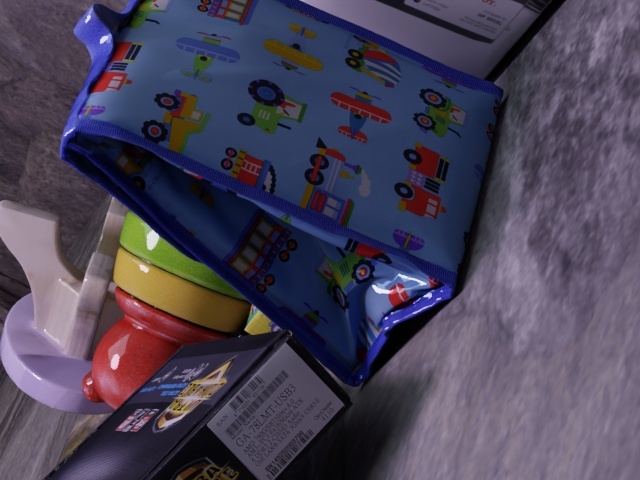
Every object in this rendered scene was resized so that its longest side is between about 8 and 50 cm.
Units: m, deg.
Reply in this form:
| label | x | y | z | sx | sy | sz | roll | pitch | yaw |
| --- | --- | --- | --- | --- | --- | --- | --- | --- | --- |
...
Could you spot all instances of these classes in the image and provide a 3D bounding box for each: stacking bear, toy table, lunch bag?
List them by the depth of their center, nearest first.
| label | x | y | z | sx | sy | sz | roll | pitch | yaw |
| --- | --- | --- | --- | --- | --- | --- | --- | --- | --- |
| lunch bag | -0.039 | -0.078 | 1.211 | 0.138 | 0.293 | 0.221 | -48 | 15 | 40 |
| stacking bear | -0.128 | 0.036 | 1.663 | 0.164 | 0.175 | 0.289 | -128 | 61 | -85 |
| toy table | -0.251 | 0.061 | 1.924 | 0.274 | 0.252 | 0.161 | -115 | 41 | -63 |

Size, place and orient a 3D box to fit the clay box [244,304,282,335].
| label | x | y | z | sx | sy | sz | roll | pitch | yaw |
| --- | --- | --- | --- | --- | --- | --- | --- | --- | --- |
| clay box | 0.000 | 0.000 | 1.445 | 0.127 | 0.053 | 0.222 | -52 | 12 | 30 |

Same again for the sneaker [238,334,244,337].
| label | x | y | z | sx | sy | sz | roll | pitch | yaw |
| --- | --- | --- | --- | --- | --- | --- | --- | --- | --- |
| sneaker | -0.076 | 0.109 | 1.535 | 0.037 | 0.032 | 0.083 | -55 | 13 | 17 |

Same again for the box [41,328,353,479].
| label | x | y | z | sx | sy | sz | roll | pitch | yaw |
| --- | --- | --- | --- | --- | --- | --- | --- | --- | --- |
| box | -0.140 | 0.187 | 1.173 | 0.293 | 0.073 | 0.295 | -43 | 9 | -16 |

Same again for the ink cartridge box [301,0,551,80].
| label | x | y | z | sx | sy | sz | roll | pitch | yaw |
| --- | --- | --- | --- | --- | --- | --- | --- | --- | --- |
| ink cartridge box | 0.116 | -0.280 | 1.394 | 0.395 | 0.166 | 0.285 | -49 | 16 | 37 |
